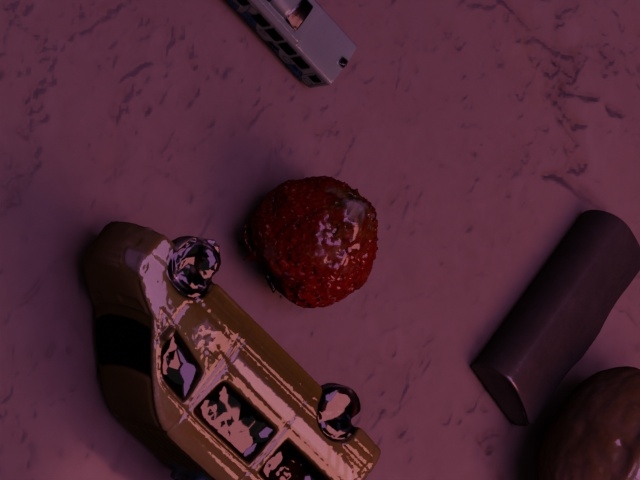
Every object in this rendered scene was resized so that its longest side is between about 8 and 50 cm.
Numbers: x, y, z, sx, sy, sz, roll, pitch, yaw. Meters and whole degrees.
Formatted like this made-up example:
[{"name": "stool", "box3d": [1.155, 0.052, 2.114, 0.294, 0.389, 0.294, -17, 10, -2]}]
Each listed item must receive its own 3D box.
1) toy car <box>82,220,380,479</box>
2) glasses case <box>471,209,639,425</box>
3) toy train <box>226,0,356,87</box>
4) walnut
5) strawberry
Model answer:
[{"name": "toy car", "box3d": [-0.078, 0.102, 1.187, 0.256, 0.101, 0.124, 46, 67, -26]}, {"name": "glasses case", "box3d": [0.203, 0.062, 1.422, 0.190, 0.042, 0.072, -51, 123, -25]}, {"name": "toy train", "box3d": [-0.055, -0.196, 1.246, 0.207, 0.047, 0.043, 45, 67, -27]}, {"name": "walnut", "box3d": [0.249, 0.182, 1.391, 0.140, 0.140, 0.162, 37, 78, -28]}, {"name": "strawberry", "box3d": [0.001, -0.001, 1.249, 0.106, 0.106, 0.106, 2, 87, -35]}]
